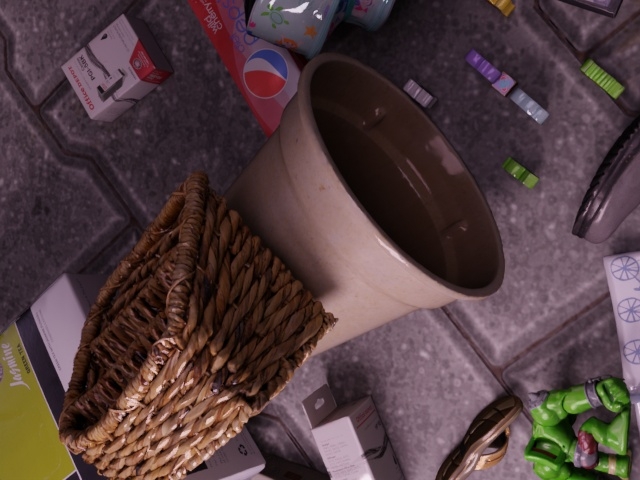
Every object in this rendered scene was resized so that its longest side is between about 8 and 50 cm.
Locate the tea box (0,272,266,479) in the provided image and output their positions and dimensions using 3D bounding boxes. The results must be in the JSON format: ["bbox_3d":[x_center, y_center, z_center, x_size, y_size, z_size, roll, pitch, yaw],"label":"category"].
[{"bbox_3d":[-0.316,0.271,1.084,0.323,0.220,0.329,-38,69,19],"label":"tea box"}]

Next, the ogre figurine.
[{"bbox_3d":[0.316,0.244,0.942,0.118,0.197,0.096,4,51,26],"label":"ogre figurine"}]

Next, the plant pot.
[{"bbox_3d":[0.000,0.000,0.945,0.305,0.334,0.333,-38,82,30],"label":"plant pot"}]

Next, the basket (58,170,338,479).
[{"bbox_3d":[-0.176,0.117,0.807,0.223,0.213,0.299,48,131,-2],"label":"basket"}]

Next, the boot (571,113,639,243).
[{"bbox_3d":[0.459,-0.089,0.860,0.223,0.118,0.338,36,110,8],"label":"boot"}]

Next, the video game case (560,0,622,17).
[{"bbox_3d":[0.276,-0.434,0.933,0.275,0.035,0.248,25,103,17],"label":"video game case"}]

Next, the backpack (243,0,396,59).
[{"bbox_3d":[0.007,-0.342,0.905,0.191,0.225,0.253,24,112,-13],"label":"backpack"}]

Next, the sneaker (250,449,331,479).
[{"bbox_3d":[-0.042,0.392,1.107,0.222,0.083,0.118,18,106,28],"label":"sneaker"}]

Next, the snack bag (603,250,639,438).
[{"bbox_3d":[0.519,0.162,0.897,0.323,0.037,0.342,-8,92,20],"label":"snack bag"}]

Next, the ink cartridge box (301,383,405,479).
[{"bbox_3d":[0.049,0.280,1.043,0.060,0.104,0.180,-23,87,21],"label":"ink cartridge box"}]

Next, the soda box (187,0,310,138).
[{"bbox_3d":[-0.081,-0.260,1.054,0.092,0.083,0.263,-33,84,20],"label":"soda box"}]

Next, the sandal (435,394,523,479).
[{"bbox_3d":[0.212,0.274,1.005,0.049,0.072,0.180,32,107,-1],"label":"sandal"}]

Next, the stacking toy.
[{"bbox_3d":[0.234,-0.193,0.961,0.221,0.052,0.167,42,107,11],"label":"stacking toy"}]

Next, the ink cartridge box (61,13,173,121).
[{"bbox_3d":[-0.304,-0.255,1.150,0.135,0.056,0.099,-33,84,19],"label":"ink cartridge box"}]
